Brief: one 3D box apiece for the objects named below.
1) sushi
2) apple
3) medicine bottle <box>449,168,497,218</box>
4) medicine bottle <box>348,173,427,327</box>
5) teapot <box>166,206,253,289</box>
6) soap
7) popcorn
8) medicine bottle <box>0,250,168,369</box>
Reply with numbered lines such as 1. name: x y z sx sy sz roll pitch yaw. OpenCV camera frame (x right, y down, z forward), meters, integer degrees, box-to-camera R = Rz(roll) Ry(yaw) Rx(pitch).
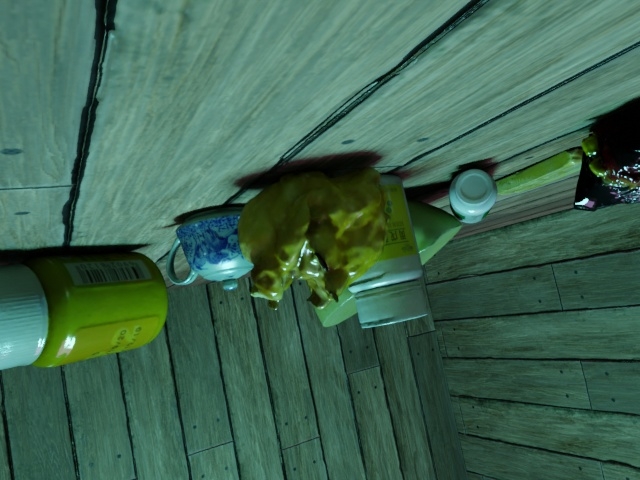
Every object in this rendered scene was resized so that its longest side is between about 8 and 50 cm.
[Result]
1. sushi: 0.488 -0.134 0.779 0.172 0.152 0.150 10 166 30
2. apple: 0.137 0.066 1.204 0.321 0.311 0.360 12 159 -3
3. medicine bottle: 0.313 -0.090 1.066 0.095 0.095 0.260 -13 175 12
4. medicine bottle: 0.105 0.021 0.936 0.144 0.257 0.143 -12 173 -1
5. teapot: -0.183 0.022 0.958 0.232 0.158 0.159 -13 174 14
6. soap: 0.485 -0.147 1.123 0.092 0.036 0.252 -10 174 -22
7. popcorn: -0.017 -0.012 0.785 0.253 0.190 0.191 -50 -159 -16
8. medicine bottle: -0.521 0.137 1.033 0.225 0.224 0.385 -15 173 31
